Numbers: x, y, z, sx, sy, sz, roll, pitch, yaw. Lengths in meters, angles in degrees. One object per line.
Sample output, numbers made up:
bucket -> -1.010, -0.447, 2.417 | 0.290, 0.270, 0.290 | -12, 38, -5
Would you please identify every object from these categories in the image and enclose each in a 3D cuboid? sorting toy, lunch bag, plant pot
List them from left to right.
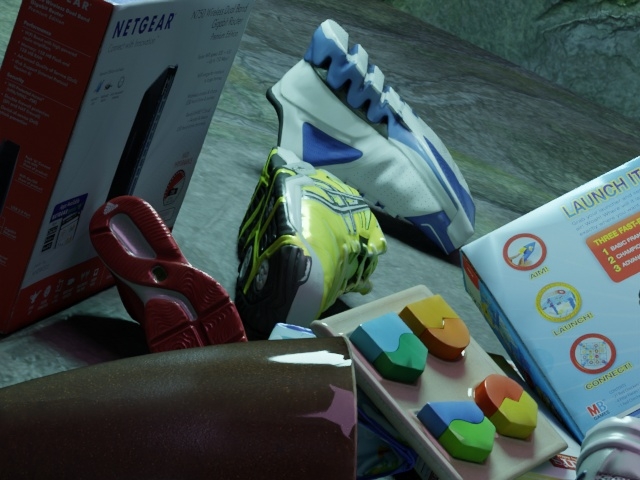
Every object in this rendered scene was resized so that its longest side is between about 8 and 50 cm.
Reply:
plant pot -> -0.106, 0.162, 1.237 | 0.230, 0.215, 0.215 | 5, 20, -7
lunch bag -> 0.016, 0.138, 1.548 | 0.151, 0.096, 0.129 | 13, 25, 8
sorting toy -> 0.106, 0.118, 1.550 | 0.193, 0.038, 0.208 | 48, 27, 16

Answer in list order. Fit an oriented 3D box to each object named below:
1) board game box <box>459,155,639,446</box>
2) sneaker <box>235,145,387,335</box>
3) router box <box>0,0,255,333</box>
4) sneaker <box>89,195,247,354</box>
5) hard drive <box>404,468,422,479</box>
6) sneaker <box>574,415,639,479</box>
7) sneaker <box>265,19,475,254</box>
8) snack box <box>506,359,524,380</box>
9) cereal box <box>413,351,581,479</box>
board game box -> 0.336, 0.071, 1.759 | 0.302, 0.308, 0.086 | 60, -8, 32
sneaker -> 0.000, 0.000, 1.919 | 0.147, 0.145, 0.385 | 20, 18, -7
router box -> -0.197, -0.097, 1.687 | 0.082, 0.301, 0.335 | 25, 17, 13
sneaker -> -0.120, 0.069, 1.651 | 0.221, 0.087, 0.128 | 61, -5, 19
hard drive -> 0.135, 0.208, 1.662 | 0.135, 0.022, 0.094 | 9, 22, -38
sneaker -> 0.300, 0.248, 1.373 | 0.281, 0.105, 0.115 | 28, 47, 10
sneaker -> 0.041, -0.099, 2.314 | 0.315, 0.182, 0.127 | 51, 17, -8
snack box -> 0.238, 0.156, 1.951 | 0.178, 0.022, 0.064 | 13, 21, -29
cereal box -> 0.136, 0.162, 1.675 | 0.173, 0.047, 0.240 | 13, 19, -27
